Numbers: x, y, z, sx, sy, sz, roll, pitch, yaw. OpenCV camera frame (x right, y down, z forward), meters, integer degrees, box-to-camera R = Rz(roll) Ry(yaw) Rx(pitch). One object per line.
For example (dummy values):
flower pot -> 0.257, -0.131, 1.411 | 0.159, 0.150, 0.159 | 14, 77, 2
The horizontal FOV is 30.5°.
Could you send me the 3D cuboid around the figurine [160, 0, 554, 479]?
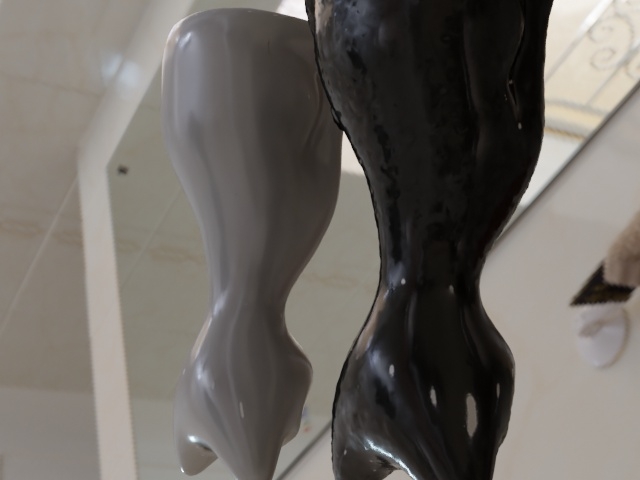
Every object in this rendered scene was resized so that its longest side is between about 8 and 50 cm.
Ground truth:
figurine -> 0.000, 0.000, 0.470 | 0.092, 0.215, 0.209 | 9, -103, -32
